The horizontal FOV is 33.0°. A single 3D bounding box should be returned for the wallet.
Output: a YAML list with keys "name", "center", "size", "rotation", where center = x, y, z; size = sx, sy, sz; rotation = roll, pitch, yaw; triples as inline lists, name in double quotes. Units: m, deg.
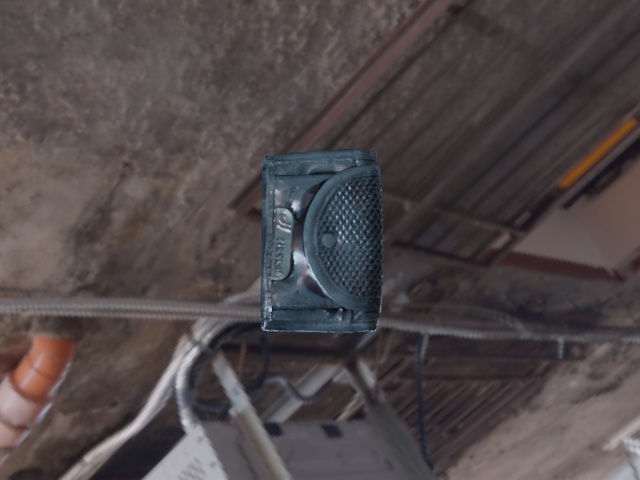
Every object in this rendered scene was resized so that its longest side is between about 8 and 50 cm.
- name: "wallet"
  center: [0.000, 0.000, 0.761]
  size: [0.026, 0.088, 0.129]
  rotation: [32, -122, -78]
